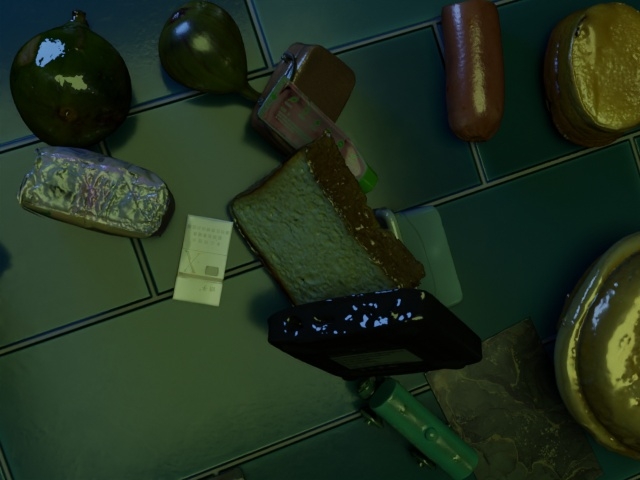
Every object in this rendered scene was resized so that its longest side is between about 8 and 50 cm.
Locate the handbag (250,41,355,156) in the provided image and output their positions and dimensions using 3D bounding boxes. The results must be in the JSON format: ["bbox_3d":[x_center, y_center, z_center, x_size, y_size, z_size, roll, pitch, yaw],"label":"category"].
[{"bbox_3d":[-0.032,-0.251,1.309,0.151,0.072,0.193,36,83,-43],"label":"handbag"}]

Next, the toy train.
[{"bbox_3d":[0.176,0.341,1.337,0.248,0.159,0.101,41,78,-7],"label":"toy train"}]

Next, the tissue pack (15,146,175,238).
[{"bbox_3d":[-0.346,-0.073,1.184,0.215,0.257,0.123,16,90,-9],"label":"tissue pack"}]

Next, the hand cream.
[{"bbox_3d":[0.001,-0.172,1.294,0.275,0.050,0.079,38,56,-36],"label":"hand cream"}]

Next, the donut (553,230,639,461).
[{"bbox_3d":[0.646,0.203,1.405,0.449,0.198,0.448,0,89,-12],"label":"donut"}]

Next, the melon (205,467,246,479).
[{"bbox_3d":[-0.158,0.510,1.325,0.098,0.054,0.182,-20,94,-5],"label":"melon"}]

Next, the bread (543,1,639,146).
[{"bbox_3d":[0.535,-0.318,1.413,0.195,0.142,0.269,-4,89,-9],"label":"bread"}]

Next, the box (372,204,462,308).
[{"bbox_3d":[0.152,0.044,1.334,0.130,0.162,0.227,-19,94,-21],"label":"box"}]

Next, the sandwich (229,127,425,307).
[{"bbox_3d":[0.000,0.000,1.256,0.099,0.271,0.301,-41,99,-38],"label":"sandwich"}]

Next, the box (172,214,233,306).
[{"bbox_3d":[-0.211,0.036,1.320,0.084,0.040,0.154,10,87,-12],"label":"box"}]

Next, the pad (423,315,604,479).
[{"bbox_3d":[0.387,0.366,1.452,0.248,0.007,0.367,-27,94,-10],"label":"pad"}]

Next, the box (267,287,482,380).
[{"bbox_3d":[0.094,0.167,1.219,0.290,0.289,0.073,-12,61,27],"label":"box"}]

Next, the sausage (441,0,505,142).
[{"bbox_3d":[0.290,-0.315,1.384,0.114,0.113,0.259,-4,90,-11],"label":"sausage"}]

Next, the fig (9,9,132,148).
[{"bbox_3d":[-0.407,-0.277,1.229,0.195,0.195,0.244,8,54,-11],"label":"fig"}]

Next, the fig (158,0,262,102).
[{"bbox_3d":[-0.172,-0.296,1.304,0.151,0.151,0.259,-47,120,-8],"label":"fig"}]
